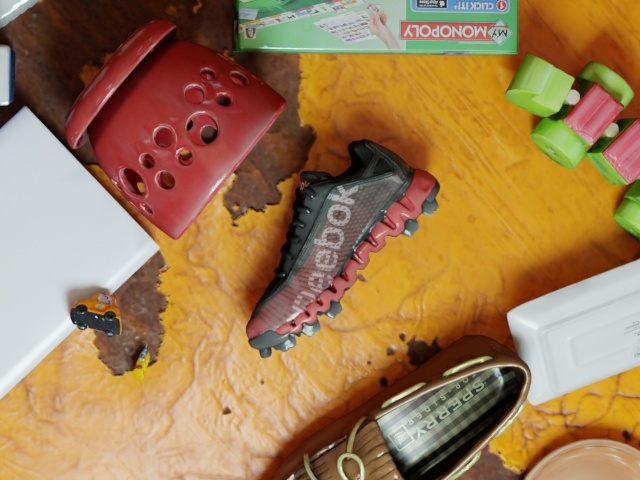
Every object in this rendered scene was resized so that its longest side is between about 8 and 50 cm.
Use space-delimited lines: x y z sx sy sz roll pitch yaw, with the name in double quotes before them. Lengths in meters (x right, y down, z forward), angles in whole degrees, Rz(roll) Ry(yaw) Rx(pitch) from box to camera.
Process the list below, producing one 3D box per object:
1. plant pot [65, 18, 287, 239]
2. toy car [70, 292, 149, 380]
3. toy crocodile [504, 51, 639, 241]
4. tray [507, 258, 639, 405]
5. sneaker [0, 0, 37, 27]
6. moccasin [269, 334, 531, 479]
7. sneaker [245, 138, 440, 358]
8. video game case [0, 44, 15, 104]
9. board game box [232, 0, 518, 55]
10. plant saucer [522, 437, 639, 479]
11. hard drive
"plant pot" -0.155 -0.125 1.739 0.174 0.191 0.191 41 86 -3
"toy car" -0.226 0.099 1.798 0.060 0.122 0.041 2 50 18
"toy crocodile" 0.348 -0.093 1.866 0.340 0.105 0.115 41 86 -10
"tray" 0.351 0.093 1.876 0.270 0.030 0.145 -21 124 -4
"sneaker" -0.300 -0.348 1.745 0.282 0.102 0.161 -35 95 -6
"moccasin" 0.074 0.251 1.815 0.380 0.147 0.139 -32 98 -7
"sneaker" 0.000 0.000 1.815 0.135 0.097 0.276 44 83 -9
"video game case" -0.428 -0.165 1.644 0.244 0.269 0.061 1 95 -9
"board game box" 0.062 -0.313 1.835 0.317 0.046 0.214 0 94 -10
"plant saucer" 0.311 0.325 1.916 0.200 0.037 0.200 -1 93 -9
"hard drive" -0.360 0.041 1.782 0.318 0.040 0.210 -44 99 -5
